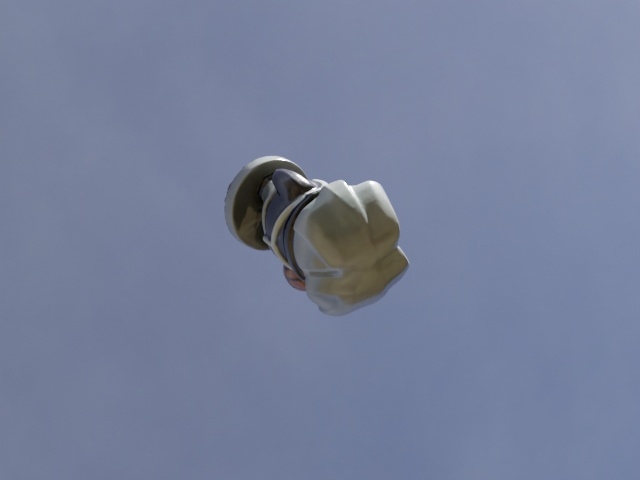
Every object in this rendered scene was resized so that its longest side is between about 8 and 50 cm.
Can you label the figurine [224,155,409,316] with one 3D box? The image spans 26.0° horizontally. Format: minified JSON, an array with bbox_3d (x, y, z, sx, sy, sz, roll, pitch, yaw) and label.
[{"bbox_3d":[0.000,0.000,1.605,0.133,0.236,0.176,-33,-57,-22],"label":"figurine"}]
